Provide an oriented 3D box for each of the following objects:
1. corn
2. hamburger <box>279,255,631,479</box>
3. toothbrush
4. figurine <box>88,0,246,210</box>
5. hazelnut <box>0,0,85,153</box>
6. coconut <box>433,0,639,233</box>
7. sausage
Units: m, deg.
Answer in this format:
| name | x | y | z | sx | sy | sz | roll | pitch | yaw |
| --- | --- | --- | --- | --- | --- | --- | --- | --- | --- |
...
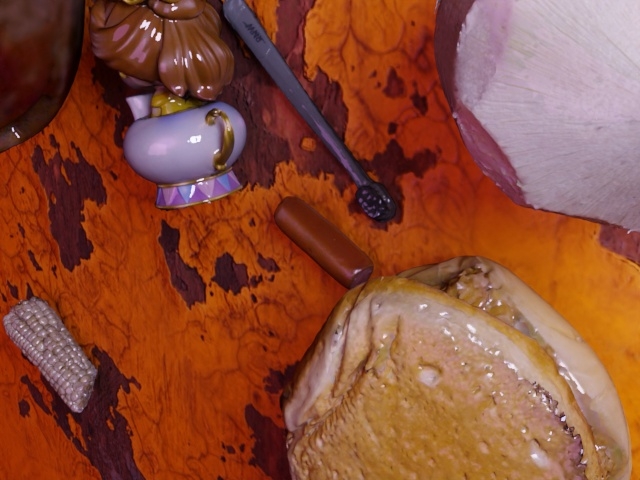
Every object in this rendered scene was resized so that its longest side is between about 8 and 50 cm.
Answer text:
| name | x | y | z | sx | sy | sz | roll | pitch | yaw |
| --- | --- | --- | --- | --- | --- | --- | --- | --- | --- |
| corn | -0.425 | 0.178 | 1.404 | 0.211 | 0.087 | 0.087 | 42 | 132 | 17 |
| hamburger | 0.112 | 0.179 | 0.786 | 0.284 | 0.174 | 0.305 | 48 | 134 | 17 |
| toothbrush | -0.017 | -0.138 | 0.891 | 0.030 | 0.030 | 0.297 | -41 | 74 | 21 |
| figurine | -0.157 | -0.172 | 0.933 | 0.189 | 0.142 | 0.264 | 6 | 113 | 45 |
| hazelnut | -0.469 | -0.303 | 1.046 | 0.402 | 0.402 | 0.430 | -3 | 103 | 46 |
| coconut | 0.178 | -0.110 | 0.541 | 0.234 | 0.224 | 0.224 | -103 | 22 | -54 |
| sausage | 0.000 | 0.000 | 0.921 | 0.131 | 0.041 | 0.039 | 41 | 153 | 26 |
